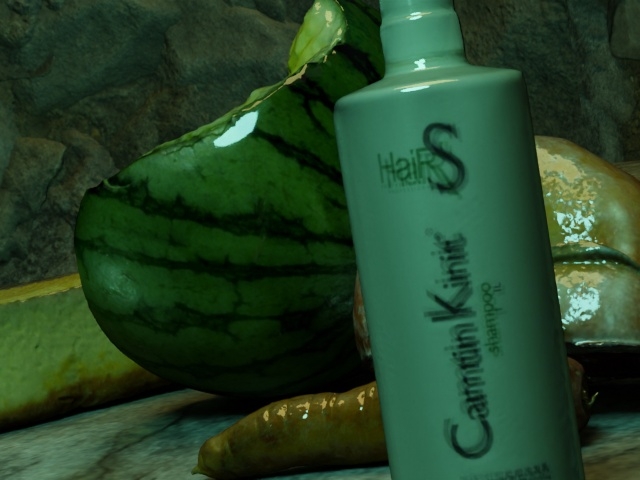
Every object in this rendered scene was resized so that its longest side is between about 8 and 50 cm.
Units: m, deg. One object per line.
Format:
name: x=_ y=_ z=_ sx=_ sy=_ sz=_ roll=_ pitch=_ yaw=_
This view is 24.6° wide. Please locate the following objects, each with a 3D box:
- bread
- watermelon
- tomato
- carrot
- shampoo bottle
bread: x=-0.244 y=0.092 z=1.257 sx=0.274 sy=0.114 sz=0.184 roll=-10 pitch=1 yaw=-24
watermelon: x=0.000 y=0.000 z=1.088 sx=0.330 sy=0.331 sz=0.189 roll=-13 pitch=35 yaw=-36
tomato: x=0.130 y=0.013 z=0.940 sx=0.214 sy=0.155 sz=0.180 roll=-5 pitch=-18 yaw=21
carrot: x=0.038 y=0.105 z=0.856 sx=0.247 sy=0.059 sz=0.059 roll=-11 pitch=4 yaw=16
shampoo bottle: x=0.058 y=0.011 z=0.636 sx=0.085 sy=0.263 sz=0.085 roll=-9 pitch=4 yaw=1
